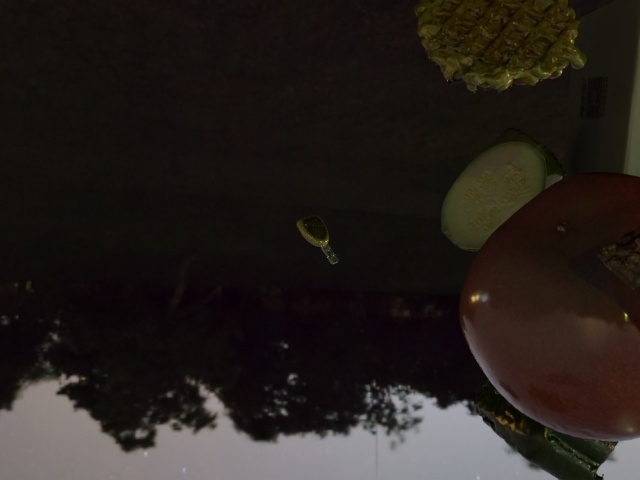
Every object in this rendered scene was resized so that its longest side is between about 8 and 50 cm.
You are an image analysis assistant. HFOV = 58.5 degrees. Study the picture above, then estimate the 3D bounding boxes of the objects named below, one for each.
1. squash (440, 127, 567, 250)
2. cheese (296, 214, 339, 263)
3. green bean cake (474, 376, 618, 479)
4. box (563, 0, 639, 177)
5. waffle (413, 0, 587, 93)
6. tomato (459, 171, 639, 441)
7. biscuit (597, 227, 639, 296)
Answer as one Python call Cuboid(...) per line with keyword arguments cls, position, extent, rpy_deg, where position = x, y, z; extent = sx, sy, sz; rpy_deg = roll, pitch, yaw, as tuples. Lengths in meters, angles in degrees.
Cuboid(cls="squash", position=(0.395, -0.101, 1.295), extent=(0.260, 0.189, 0.189), rpy_deg=(-45, 172, 1))
Cuboid(cls="cheese", position=(0.000, 0.000, 1.655), extent=(0.086, 0.162, 0.036), rpy_deg=(-17, 156, -40))
Cuboid(cls="green bean cake", position=(0.413, 0.262, 1.007), extent=(0.156, 0.250, 0.247), rpy_deg=(35, 180, -9))
Cuboid(cls="box", position=(0.599, -0.291, 1.168), extent=(0.090, 0.367, 0.373), rpy_deg=(2, -167, 7))
Cuboid(cls="waffle", position=(0.257, -0.311, 0.824), extent=(0.238, 0.243, 0.058), rpy_deg=(-8, 151, -5))
Cuboid(cls="tomato", position=(0.338, 0.071, 0.739), extent=(0.341, 0.341, 0.273), rpy_deg=(-4, 150, 40))
Cuboid(cls="biscuit", position=(0.330, 0.061, 0.498), extent=(0.064, 0.199, 0.034), rpy_deg=(-40, -166, 37))
